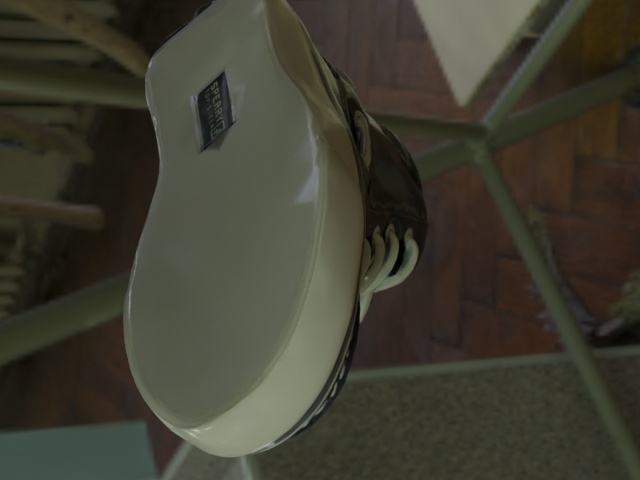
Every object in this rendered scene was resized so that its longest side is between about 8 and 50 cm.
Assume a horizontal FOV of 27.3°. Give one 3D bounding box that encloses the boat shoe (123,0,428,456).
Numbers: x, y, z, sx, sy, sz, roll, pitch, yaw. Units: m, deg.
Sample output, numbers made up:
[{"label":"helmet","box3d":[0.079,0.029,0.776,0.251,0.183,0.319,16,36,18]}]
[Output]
[{"label":"boat shoe","box3d":[0.000,0.000,0.660,0.127,0.158,0.340,-36,32,21]}]
